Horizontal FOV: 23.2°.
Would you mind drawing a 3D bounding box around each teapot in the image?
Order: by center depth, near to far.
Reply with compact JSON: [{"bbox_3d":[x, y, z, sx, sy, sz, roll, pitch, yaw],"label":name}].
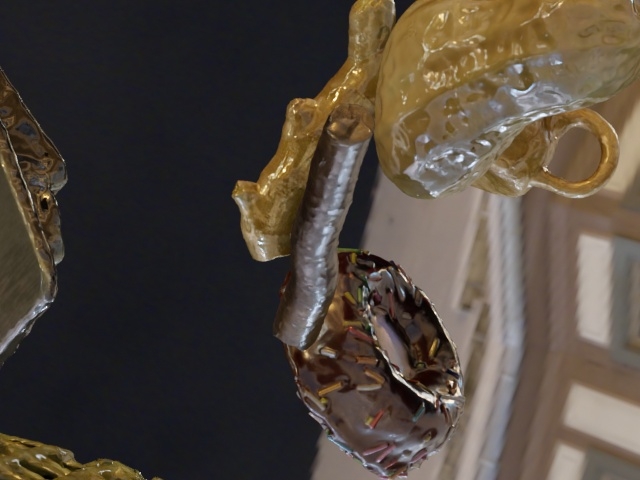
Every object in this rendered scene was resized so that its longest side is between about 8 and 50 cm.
[{"bbox_3d":[0.188,-0.153,1.705,0.167,0.311,0.203,-60,-21,-7],"label":"teapot"}]

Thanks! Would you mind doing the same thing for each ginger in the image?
[{"bbox_3d":[0.013,-0.105,1.549,0.118,0.065,0.299,31,-84,-23],"label":"ginger"}]

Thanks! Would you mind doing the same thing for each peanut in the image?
[{"bbox_3d":[0.149,-0.150,1.295,0.159,0.291,0.143,47,-142,-13],"label":"peanut"}]

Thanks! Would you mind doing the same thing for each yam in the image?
[{"bbox_3d":[0.000,0.000,1.242,0.045,0.045,0.327,-30,-21,-23],"label":"yam"}]

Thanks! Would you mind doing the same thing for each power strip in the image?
[{"bbox_3d":[-0.244,-0.020,1.025,0.092,0.257,0.251,-15,-110,-41],"label":"power strip"}]

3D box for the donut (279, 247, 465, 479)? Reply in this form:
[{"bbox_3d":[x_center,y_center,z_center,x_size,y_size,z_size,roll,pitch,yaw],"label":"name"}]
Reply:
[{"bbox_3d":[0.057,0.110,1.503,0.235,0.089,0.235,41,-150,-30],"label":"donut"}]

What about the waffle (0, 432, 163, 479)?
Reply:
[{"bbox_3d":[-0.225,0.211,1.166,0.297,0.317,0.073,15,-82,-24],"label":"waffle"}]
